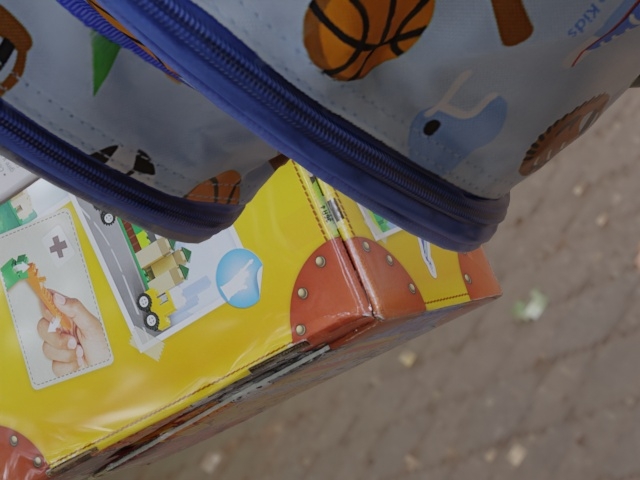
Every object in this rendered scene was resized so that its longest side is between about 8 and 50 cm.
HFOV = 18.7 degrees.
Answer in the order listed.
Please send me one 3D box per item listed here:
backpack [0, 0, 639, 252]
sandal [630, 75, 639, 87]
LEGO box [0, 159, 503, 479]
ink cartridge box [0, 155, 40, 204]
[{"bbox_3d":[-0.026,-0.122,0.470,0.213,0.276,0.263,-52,47,15],"label":"backpack"},{"bbox_3d":[0.163,-0.128,0.858,0.303,0.120,0.086,-7,75,32],"label":"sandal"},{"bbox_3d":[-0.147,-0.106,1.473,0.372,0.500,0.193,-28,-10,30],"label":"LEGO box"},{"bbox_3d":[-0.203,-0.077,0.805,0.225,0.181,0.056,-37,9,-29],"label":"ink cartridge box"}]
